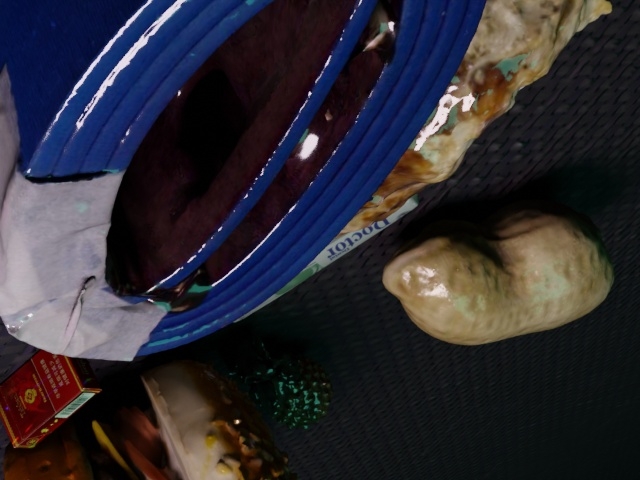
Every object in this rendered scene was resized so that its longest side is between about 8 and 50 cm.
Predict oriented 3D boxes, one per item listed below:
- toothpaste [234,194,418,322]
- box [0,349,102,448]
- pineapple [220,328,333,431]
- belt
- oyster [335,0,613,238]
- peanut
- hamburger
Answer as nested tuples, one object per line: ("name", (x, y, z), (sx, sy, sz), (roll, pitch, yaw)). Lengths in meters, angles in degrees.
("toothpaste", (0.000, 0.000, 0.994), (0.218, 0.041, 0.064), (-34, 145, 13))
("box", (-0.212, 0.117, 0.953), (0.082, 0.051, 0.023), (-40, 153, 19))
("pineapple", (-0.043, 0.128, 1.155), (0.074, 0.074, 0.159), (-35, 151, 8))
("belt", (-0.061, -0.079, 0.643), (0.212, 0.117, 0.347), (3, 139, -39))
("oyster", (0.042, -0.071, 0.832), (0.275, 0.100, 0.271), (-24, 167, -24))
("peanut", (0.165, 0.026, 1.137), (0.253, 0.122, 0.137), (-12, 141, -27))
("hamburger", (-0.124, 0.246, 1.035), (0.225, 0.291, 0.291), (-22, 154, -12))
